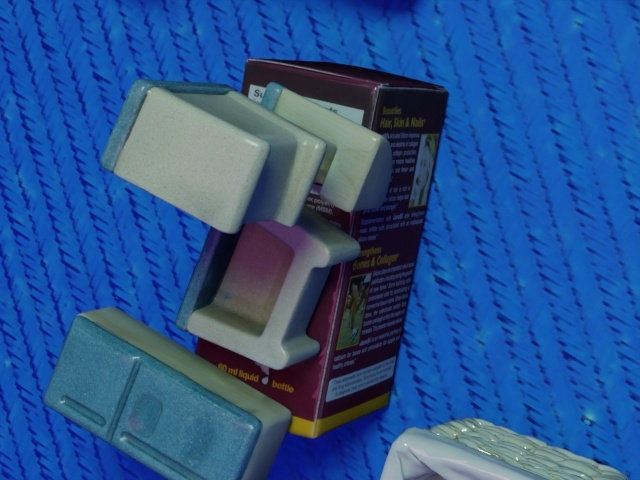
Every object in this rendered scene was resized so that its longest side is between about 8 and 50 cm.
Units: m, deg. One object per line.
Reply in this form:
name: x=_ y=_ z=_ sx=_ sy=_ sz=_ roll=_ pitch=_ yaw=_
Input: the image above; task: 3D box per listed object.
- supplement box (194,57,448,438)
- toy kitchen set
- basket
supplement box: x=0.000 y=0.000 z=0.844 sx=0.081 sy=0.104 sz=0.188 roll=14 pitch=100 yaw=23
toy kitchen set: x=-0.077 y=0.021 z=0.731 sx=0.122 sy=0.166 sz=0.207 roll=27 pitch=105 yaw=21
basket: x=0.085 y=0.186 z=0.825 sx=0.113 sy=0.103 sz=0.167 roll=19 pitch=102 yaw=21
